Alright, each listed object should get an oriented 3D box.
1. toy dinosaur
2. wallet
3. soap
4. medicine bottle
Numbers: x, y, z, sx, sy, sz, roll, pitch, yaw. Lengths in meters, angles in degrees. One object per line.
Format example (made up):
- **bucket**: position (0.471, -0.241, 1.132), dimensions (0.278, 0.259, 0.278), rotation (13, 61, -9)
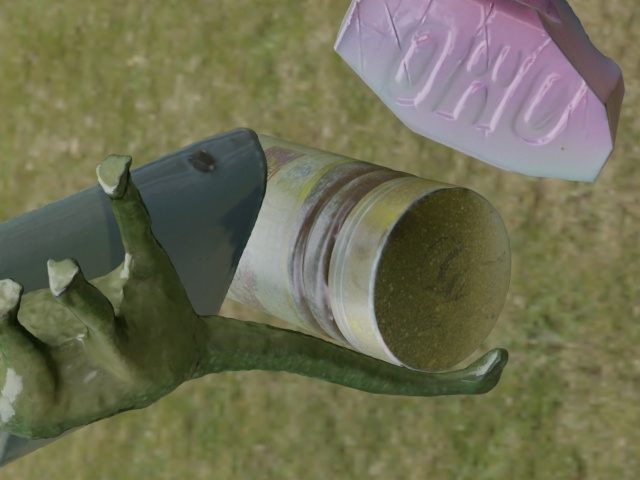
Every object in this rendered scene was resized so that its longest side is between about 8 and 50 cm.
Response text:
- **toy dinosaur**: position (-0.120, 0.089, 0.989), dimensions (0.447, 0.301, 0.087), rotation (-24, 52, 3)
- **wallet**: position (-0.199, 0.065, 1.185), dimensions (0.083, 0.360, 0.252), rotation (45, 138, 24)
- **soap**: position (0.180, -0.192, 1.792), dimensions (0.109, 0.323, 0.193), rotation (-76, 11, -55)
- **medicine bottle**: position (0.000, 0.000, 1.414), dimensions (0.322, 0.151, 0.151), rotation (18, 99, 50)
